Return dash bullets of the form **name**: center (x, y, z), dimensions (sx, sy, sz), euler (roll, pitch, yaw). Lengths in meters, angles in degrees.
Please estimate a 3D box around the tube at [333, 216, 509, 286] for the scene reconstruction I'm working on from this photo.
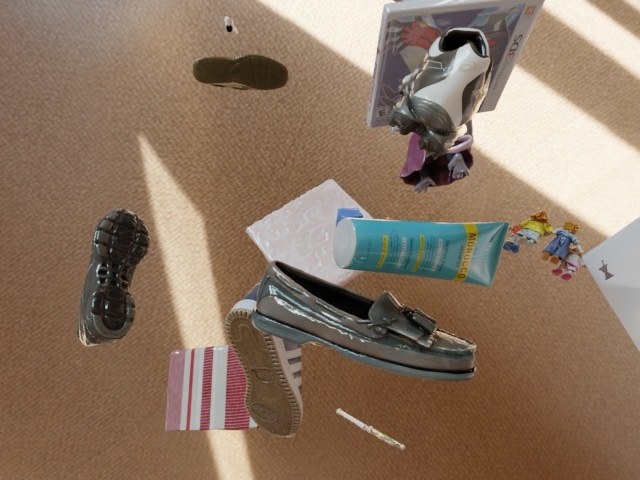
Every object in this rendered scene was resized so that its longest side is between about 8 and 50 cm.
- **tube**: center (0.116, 0.010, 0.505), dimensions (0.207, 0.052, 0.080), euler (4, 111, -23)

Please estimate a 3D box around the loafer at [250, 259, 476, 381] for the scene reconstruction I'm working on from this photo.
- **loafer**: center (0.046, 0.088, 0.527), dimensions (0.268, 0.096, 0.084), euler (11, 97, 15)

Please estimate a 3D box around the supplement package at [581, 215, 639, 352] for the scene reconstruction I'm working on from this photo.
- **supplement package**: center (0.375, 0.022, 0.283), dimensions (0.263, 0.199, 0.198), euler (-14, 66, -13)

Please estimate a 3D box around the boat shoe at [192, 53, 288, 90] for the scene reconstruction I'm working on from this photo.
- **boat shoe**: center (-0.191, -0.405, 1.109), dimensions (0.224, 0.073, 0.080), euler (-1, 107, -9)

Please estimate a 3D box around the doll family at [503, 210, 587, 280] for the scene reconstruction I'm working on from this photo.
- **doll family**: center (0.712, -0.008, 1.417), dimensions (0.263, 0.118, 0.163), euler (33, 58, 23)

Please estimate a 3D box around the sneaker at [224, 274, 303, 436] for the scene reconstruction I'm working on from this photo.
- **sneaker**: center (-0.065, 0.184, 0.766), dimensions (0.099, 0.153, 0.282), euler (2, 121, 19)

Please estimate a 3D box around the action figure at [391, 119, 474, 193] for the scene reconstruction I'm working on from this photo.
- **action figure**: center (0.309, -0.333, 1.309), dimensions (0.248, 0.276, 0.370), euler (-2, 68, 17)

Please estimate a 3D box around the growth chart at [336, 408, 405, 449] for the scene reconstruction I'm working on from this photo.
- **growth chart**: center (0.152, 0.562, 1.355), dimensions (0.237, 0.172, 0.021), euler (43, 69, -39)

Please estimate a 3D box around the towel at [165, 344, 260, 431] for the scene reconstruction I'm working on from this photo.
- **towel**: center (-0.307, 0.429, 1.346), dimensions (0.329, 0.037, 0.237), euler (-10, 69, 21)

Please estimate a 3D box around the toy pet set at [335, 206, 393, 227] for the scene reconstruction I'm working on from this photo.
- **toy pet set**: center (0.074, -0.025, 0.904), dimensions (0.122, 0.114, 0.065), euler (-41, 119, 11)

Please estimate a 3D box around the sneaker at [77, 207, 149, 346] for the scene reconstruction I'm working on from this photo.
- **sneaker**: center (-0.386, 0.062, 0.829), dimensions (0.101, 0.267, 0.106), euler (28, 136, -37)

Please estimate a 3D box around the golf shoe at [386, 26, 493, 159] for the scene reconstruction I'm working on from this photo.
- **golf shoe**: center (0.121, -0.145, 0.420), dimensions (0.077, 0.198, 0.094), euler (31, 121, -6)

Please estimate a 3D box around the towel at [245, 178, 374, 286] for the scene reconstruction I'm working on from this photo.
- **towel**: center (0.000, 0.000, 1.331), dimensions (0.332, 0.053, 0.317), euler (-32, 62, -20)

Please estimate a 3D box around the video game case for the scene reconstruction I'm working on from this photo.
- **video game case**: center (0.168, -0.233, 0.612), dimensions (0.201, 0.183, 0.023), euler (-10, 59, -8)

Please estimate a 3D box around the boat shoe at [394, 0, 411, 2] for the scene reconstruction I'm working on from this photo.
- **boat shoe**: center (0.208, -0.577, 1.039), dimensions (0.258, 0.095, 0.084), euler (41, 113, 24)

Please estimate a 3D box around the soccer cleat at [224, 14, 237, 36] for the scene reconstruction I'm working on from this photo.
- **soccer cleat**: center (-0.244, -0.572, 1.246), dimensions (0.029, 0.083, 0.035), euler (1, 79, 1)
